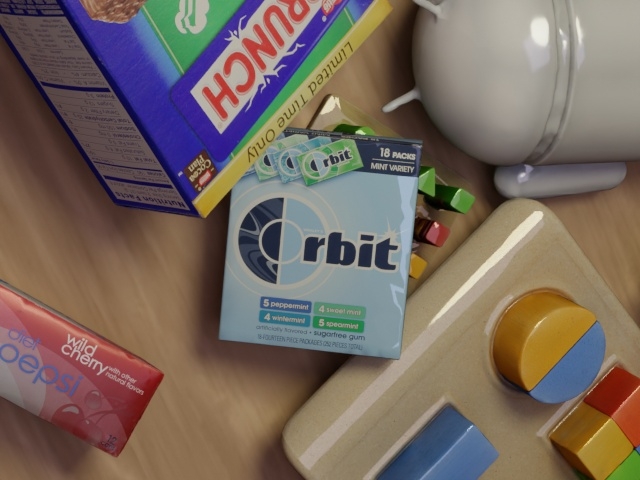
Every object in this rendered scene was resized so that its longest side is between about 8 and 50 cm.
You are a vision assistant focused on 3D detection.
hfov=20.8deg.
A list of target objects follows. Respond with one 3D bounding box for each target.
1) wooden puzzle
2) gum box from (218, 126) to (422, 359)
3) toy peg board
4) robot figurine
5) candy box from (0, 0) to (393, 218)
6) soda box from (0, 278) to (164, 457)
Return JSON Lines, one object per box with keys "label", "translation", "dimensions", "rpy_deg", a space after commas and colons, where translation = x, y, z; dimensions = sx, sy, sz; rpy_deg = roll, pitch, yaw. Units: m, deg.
{"label": "wooden puzzle", "translation": [0.182, 0.188, 1.570], "dimensions": [0.322, 0.080, 0.348], "rpy_deg": [-45, 115, -8]}
{"label": "gum box", "translation": [0.000, 0.000, 1.476], "dimensions": [0.157, 0.041, 0.184], "rpy_deg": [6, 101, 4]}
{"label": "toy peg board", "translation": [0.042, -0.020, 1.532], "dimensions": [0.161, 0.079, 0.161], "rpy_deg": [32, 85, -17]}
{"label": "robot figurine", "translation": [0.231, -0.167, 1.510], "dimensions": [0.353, 0.200, 0.300], "rpy_deg": [-4, 121, -16]}
{"label": "candy box", "translation": [-0.117, -0.219, 1.357], "dimensions": [0.268, 0.122, 0.317], "rpy_deg": [-51, 131, -25]}
{"label": "soda box", "translation": [-0.266, 0.079, 1.441], "dimensions": [0.263, 0.092, 0.083], "rpy_deg": [30, 85, -17]}
